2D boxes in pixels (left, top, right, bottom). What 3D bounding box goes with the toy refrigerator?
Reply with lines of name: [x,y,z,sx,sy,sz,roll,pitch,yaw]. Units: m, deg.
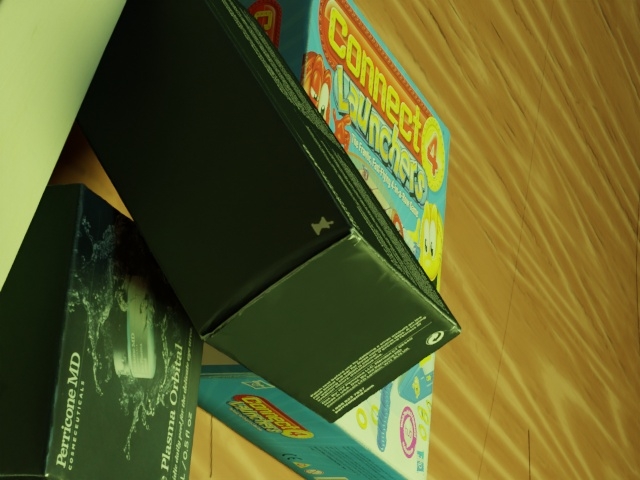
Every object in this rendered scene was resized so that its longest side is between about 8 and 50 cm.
toy refrigerator: [-0.175,-0.087,0.926,0.094,0.102,0.269,66,29,-42]

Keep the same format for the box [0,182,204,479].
box: [-0.137,0.070,1.013,0.158,0.093,0.156,41,50,-60]

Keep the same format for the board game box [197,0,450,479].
board game box: [0.000,0.000,1.375,0.308,0.086,0.302,44,47,-60]

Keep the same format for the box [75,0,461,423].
box: [-0.050,-0.046,1.069,0.261,0.103,0.184,58,5,28]
